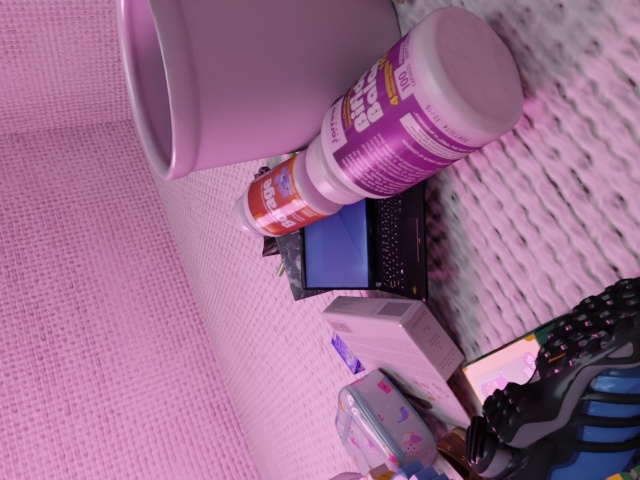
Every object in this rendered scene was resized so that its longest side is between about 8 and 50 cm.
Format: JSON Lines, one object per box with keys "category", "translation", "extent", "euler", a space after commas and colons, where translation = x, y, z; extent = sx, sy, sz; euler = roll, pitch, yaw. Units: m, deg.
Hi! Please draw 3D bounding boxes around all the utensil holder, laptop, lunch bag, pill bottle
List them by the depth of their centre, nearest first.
{"category": "pill bottle", "translation": [0.105, -0.159, 0.677], "extent": [0.301, 0.169, 0.169], "euler": [-29, 77, 53]}
{"category": "utensil holder", "translation": [-0.108, -0.297, 0.823], "extent": [0.327, 0.385, 0.328], "euler": [38, 136, 49]}
{"category": "laptop", "translation": [0.064, -0.018, 0.866], "extent": [0.264, 0.136, 0.234], "euler": [-177, 84, -71]}
{"category": "pill bottle", "translation": [-0.064, -0.076, 0.895], "extent": [0.216, 0.121, 0.121], "euler": [-22, 84, 44]}
{"category": "lunch bag", "translation": [0.120, 0.410, 1.018], "extent": [0.224, 0.107, 0.279], "euler": [47, 151, 30]}

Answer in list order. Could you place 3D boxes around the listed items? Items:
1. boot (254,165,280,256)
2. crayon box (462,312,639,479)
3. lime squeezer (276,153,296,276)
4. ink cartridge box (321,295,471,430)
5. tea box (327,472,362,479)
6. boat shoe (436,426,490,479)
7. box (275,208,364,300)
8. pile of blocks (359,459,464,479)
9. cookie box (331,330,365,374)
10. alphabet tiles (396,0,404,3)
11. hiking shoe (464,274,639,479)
{"category": "boot", "translation": [-0.134, -0.081, 1.286], "extent": [0.263, 0.091, 0.229], "euler": [-158, 57, -77]}
{"category": "crayon box", "translation": [0.319, 0.254, 0.620], "extent": [0.278, 0.081, 0.165], "euler": [64, 151, 20]}
{"category": "lime squeezer", "translation": [-0.065, -0.062, 1.107], "extent": [0.110, 0.058, 0.311], "euler": [10, 97, 44]}
{"category": "ink cartridge box", "translation": [0.157, 0.226, 0.942], "extent": [0.261, 0.066, 0.296], "euler": [53, 157, -13]}
{"category": "tea box", "translation": [0.018, 0.821, 1.227], "extent": [0.324, 0.329, 0.220], "euler": [67, 152, 13]}
{"category": "boat shoe", "translation": [0.267, 0.405, 0.818], "extent": [0.178, 0.060, 0.064], "euler": [49, 150, 35]}
{"category": "box", "translation": [0.007, 0.026, 1.008], "extent": [0.093, 0.156, 0.158], "euler": [-7, -102, -72]}
{"category": "pile of blocks", "translation": [0.219, 0.408, 0.740], "extent": [0.362, 0.112, 0.149], "euler": [7, 101, 52]}
{"category": "cookie box", "translation": [0.071, 0.242, 1.141], "extent": [0.107, 0.040, 0.092], "euler": [50, 145, 40]}
{"category": "alphabet tiles", "translation": [0.114, -0.523, 0.641], "extent": [0.343, 0.011, 0.285], "euler": [103, 148, -51]}
{"category": "hiking shoe", "translation": [0.294, 0.160, 0.510], "extent": [0.132, 0.113, 0.304], "euler": [41, 104, 1]}
